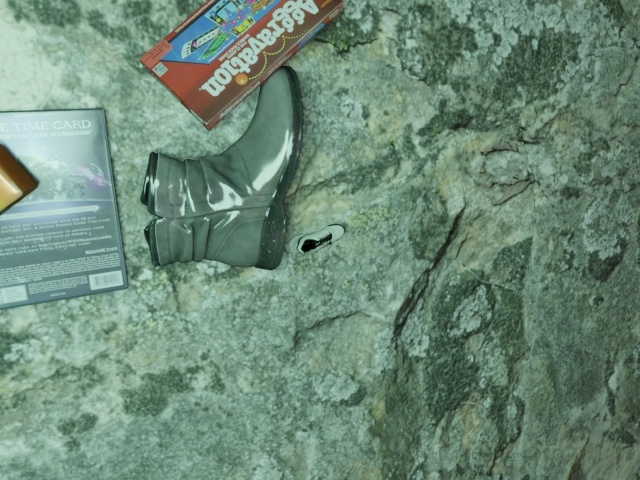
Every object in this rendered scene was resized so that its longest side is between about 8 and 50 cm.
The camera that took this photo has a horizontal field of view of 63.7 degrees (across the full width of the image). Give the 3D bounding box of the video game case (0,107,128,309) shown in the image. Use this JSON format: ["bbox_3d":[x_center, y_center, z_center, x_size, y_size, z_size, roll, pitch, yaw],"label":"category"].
[{"bbox_3d":[-0.397,-0.045,0.739,0.195,0.026,0.275,-8,105,-23],"label":"video game case"}]

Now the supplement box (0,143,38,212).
[{"bbox_3d":[-0.486,-0.024,0.651,0.233,0.080,0.078,-37,108,-4],"label":"supplement box"}]

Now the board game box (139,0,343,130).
[{"bbox_3d":[-0.114,-0.308,0.768,0.145,0.027,0.281,44,81,5],"label":"board game box"}]

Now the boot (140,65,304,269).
[{"bbox_3d":[-0.154,-0.116,0.792,0.222,0.118,0.339,6,94,-20],"label":"boot"}]

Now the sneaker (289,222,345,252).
[{"bbox_3d":[0.000,0.000,0.926,0.109,0.043,0.040,-23,109,-21],"label":"sneaker"}]
